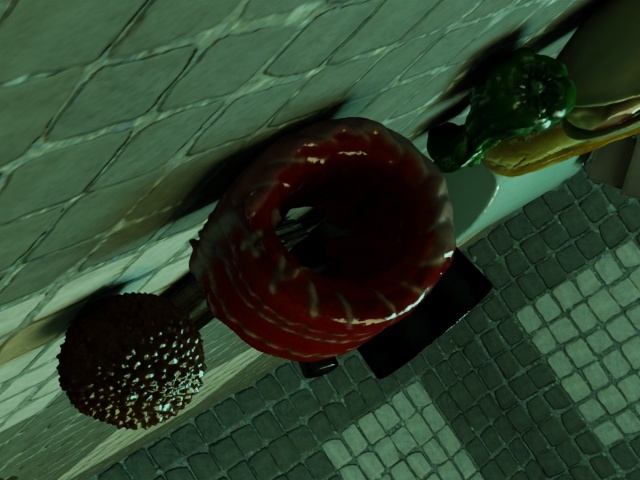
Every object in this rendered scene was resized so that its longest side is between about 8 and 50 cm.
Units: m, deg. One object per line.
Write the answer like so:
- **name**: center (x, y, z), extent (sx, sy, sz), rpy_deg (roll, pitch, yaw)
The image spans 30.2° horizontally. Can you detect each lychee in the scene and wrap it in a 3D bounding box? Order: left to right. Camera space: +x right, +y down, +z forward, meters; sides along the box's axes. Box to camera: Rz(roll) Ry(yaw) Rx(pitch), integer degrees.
- **lychee**: center (-0.166, 0.106, 1.022), extent (0.129, 0.123, 0.123), rpy_deg (-34, 175, -46)

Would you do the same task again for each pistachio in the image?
- **pistachio**: center (0.328, -0.189, 1.200), extent (0.215, 0.144, 0.144), rpy_deg (-42, 173, -1)

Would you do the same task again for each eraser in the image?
- **eraser**: center (0.255, -0.090, 1.657), extent (0.290, 0.104, 0.189), rpy_deg (-26, 169, -45)

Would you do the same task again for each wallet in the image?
- **wallet**: center (-0.119, 0.060, 1.224), extent (0.230, 0.042, 0.124), rpy_deg (-42, 170, 24)

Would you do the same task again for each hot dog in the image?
- **hot dog**: center (0.346, -0.173, 1.416), extent (0.337, 0.100, 0.135), rpy_deg (-21, -173, 23)

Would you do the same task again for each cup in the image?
- **cup**: center (0.060, 0.045, 1.293), extent (0.166, 0.177, 0.239), rpy_deg (-40, 178, 27)

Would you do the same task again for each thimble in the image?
- **thimble**: center (0.007, 0.001, 0.919), extent (0.190, 0.163, 0.125), rpy_deg (-29, 173, -31)

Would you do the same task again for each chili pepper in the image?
- **chili pepper**: center (0.177, -0.128, 1.177), extent (0.099, 0.083, 0.253), rpy_deg (-31, 177, -16)

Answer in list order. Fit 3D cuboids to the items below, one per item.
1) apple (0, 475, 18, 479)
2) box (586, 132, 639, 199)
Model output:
- **apple**: center (-0.330, 0.238, 1.014), extent (0.147, 0.158, 0.156), rpy_deg (-31, 177, -8)
- **box**: center (0.468, -0.172, 1.727), extent (0.215, 0.086, 0.215), rpy_deg (-14, 121, -69)
